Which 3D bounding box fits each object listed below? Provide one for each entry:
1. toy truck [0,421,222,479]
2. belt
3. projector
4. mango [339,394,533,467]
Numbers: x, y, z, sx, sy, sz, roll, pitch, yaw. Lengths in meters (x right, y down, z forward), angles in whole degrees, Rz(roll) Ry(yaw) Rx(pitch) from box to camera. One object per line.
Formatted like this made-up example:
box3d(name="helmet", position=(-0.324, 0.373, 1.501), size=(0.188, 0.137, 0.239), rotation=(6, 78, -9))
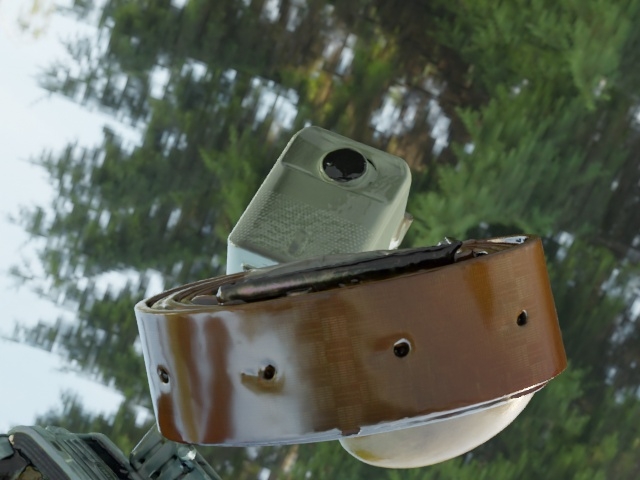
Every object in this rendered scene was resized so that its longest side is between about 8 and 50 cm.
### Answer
box3d(name="toy truck", position=(-0.213, 0.255, 0.829), size=(0.133, 0.338, 0.184), rotation=(43, -171, 19))
box3d(name="belt", position=(0.018, 0.061, 0.750), size=(0.261, 0.105, 0.184), rotation=(-12, -175, -1))
box3d(name="projector", position=(0.000, 0.000, 1.357), size=(0.163, 0.177, 0.242), rotation=(23, -128, 11))
box3d(name="mango", position=(0.101, 0.136, 0.986), size=(0.102, 0.184, 0.085), rotation=(49, -169, -25))
